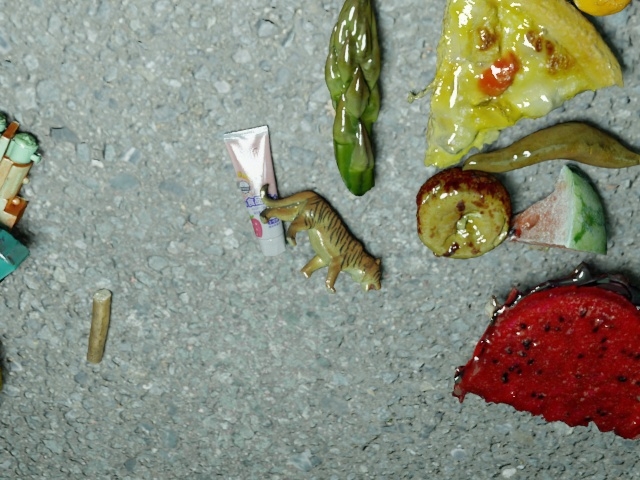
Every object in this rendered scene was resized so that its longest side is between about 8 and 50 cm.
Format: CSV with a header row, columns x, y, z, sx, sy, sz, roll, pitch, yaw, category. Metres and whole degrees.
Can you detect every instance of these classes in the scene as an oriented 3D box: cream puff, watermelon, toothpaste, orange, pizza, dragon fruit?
x,y,z,sx,sy,sz,roll,pitch,yaw,category
0.202,-0.043,1.145,0.149,0.084,0.149,2,126,3,cream puff
0.342,-0.006,1.144,0.098,0.121,0.158,27,125,-35,watermelon
-0.089,-0.072,1.182,0.067,0.043,0.195,-10,113,7,toothpaste
0.351,-0.320,0.984,0.083,0.070,0.083,1,122,1,orange
0.233,-0.201,1.059,0.279,0.075,0.288,25,118,-8,pizza
0.401,0.158,1.232,0.343,0.100,0.282,18,118,-9,dragon fruit

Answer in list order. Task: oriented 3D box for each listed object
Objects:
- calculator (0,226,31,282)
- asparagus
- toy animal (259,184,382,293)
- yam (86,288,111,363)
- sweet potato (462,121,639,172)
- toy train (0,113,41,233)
x,y,z,sx,sy,sz,roll,pitch,yaw,category
-0.592,-0.012,1.199,0.274,0.058,0.248,45,139,-21,calculator
0.044,-0.201,1.078,0.080,0.080,0.287,3,123,3,asparagus
0.000,0.000,1.192,0.099,0.056,0.241,-45,106,-22,toy animal
-0.371,0.147,1.333,0.032,0.032,0.145,15,121,-3,yam
0.318,-0.128,1.091,0.249,0.059,0.069,-3,116,-5,sweet potato
-0.481,-0.100,1.183,0.118,0.074,0.176,27,117,-18,toy train
